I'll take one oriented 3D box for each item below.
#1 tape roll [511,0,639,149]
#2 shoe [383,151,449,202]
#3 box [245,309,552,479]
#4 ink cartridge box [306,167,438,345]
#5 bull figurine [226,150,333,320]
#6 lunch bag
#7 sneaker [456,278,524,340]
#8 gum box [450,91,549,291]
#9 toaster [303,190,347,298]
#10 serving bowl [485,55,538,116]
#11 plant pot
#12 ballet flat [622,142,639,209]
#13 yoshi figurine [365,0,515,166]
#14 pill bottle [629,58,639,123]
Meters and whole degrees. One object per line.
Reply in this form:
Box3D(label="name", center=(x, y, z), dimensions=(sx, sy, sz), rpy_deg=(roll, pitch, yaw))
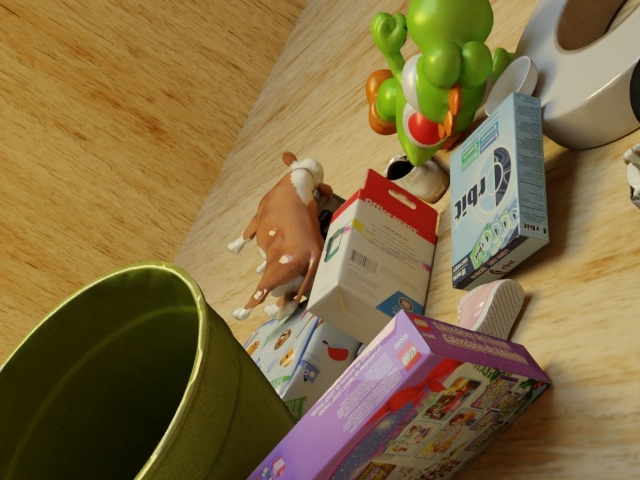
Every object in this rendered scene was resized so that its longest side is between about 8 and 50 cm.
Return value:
Box3D(label="tape roll", center=(0.372, -0.287, 1.127), dimensions=(0.392, 0.072, 0.392), rpy_deg=(-52, 17, 22))
Box3D(label="shoe", center=(0.140, -0.112, 1.510), dimensions=(0.076, 0.058, 0.219), rpy_deg=(-58, 16, 4))
Box3D(label="box", center=(0.058, 0.201, 0.920), dimensions=(0.293, 0.201, 0.057), rpy_deg=(-50, 49, 19))
Box3D(label="ink cartridge box", center=(0.077, 0.025, 1.317), dimensions=(0.078, 0.134, 0.231), rpy_deg=(-44, 21, 43))
Box3D(label="bull figurine", center=(-0.057, -0.004, 1.473), dimensions=(0.188, 0.101, 0.310), rpy_deg=(-52, 21, 24))
Box3D(label="lunch bag", center=(-0.041, 0.194, 1.401), dimensions=(0.303, 0.115, 0.243), rpy_deg=(-30, 27, 56))
Box3D(label="sneaker", center=(0.170, 0.102, 1.058), dimensions=(0.134, 0.051, 0.070), rpy_deg=(-58, 14, -11))
Box3D(label="gum box", center=(0.204, -0.053, 1.123), dimensions=(0.157, 0.041, 0.184), rpy_deg=(131, 147, -57))
Box3D(label="toaster", center=(0.000, 0.000, 1.632), dimensions=(0.168, 0.110, 0.185), rpy_deg=(-56, 16, 6))
Box3D(label="serving bowl", center=(0.235, -0.179, 1.162), dimensions=(0.083, 0.027, 0.083), rpy_deg=(-52, 17, 24))
Box3D(label="plant pot", center=(-0.162, 0.275, 1.087), dimensions=(0.366, 0.353, 0.366), rpy_deg=(-26, 38, 23))
Box3D(label="ballet flat", center=(0.318, -0.072, 0.951), dimensions=(0.041, 0.041, 0.114), rpy_deg=(-46, 20, 37))
Box3D(label="yoshi figurine", center=(0.165, -0.247, 1.334), dimensions=(0.203, 0.203, 0.362), rpy_deg=(-35, -1, -7))
Box3D(label="pill bottle", center=(0.355, -0.127, 0.792), dimensions=(0.123, 0.123, 0.219), rpy_deg=(-59, 17, -2))
